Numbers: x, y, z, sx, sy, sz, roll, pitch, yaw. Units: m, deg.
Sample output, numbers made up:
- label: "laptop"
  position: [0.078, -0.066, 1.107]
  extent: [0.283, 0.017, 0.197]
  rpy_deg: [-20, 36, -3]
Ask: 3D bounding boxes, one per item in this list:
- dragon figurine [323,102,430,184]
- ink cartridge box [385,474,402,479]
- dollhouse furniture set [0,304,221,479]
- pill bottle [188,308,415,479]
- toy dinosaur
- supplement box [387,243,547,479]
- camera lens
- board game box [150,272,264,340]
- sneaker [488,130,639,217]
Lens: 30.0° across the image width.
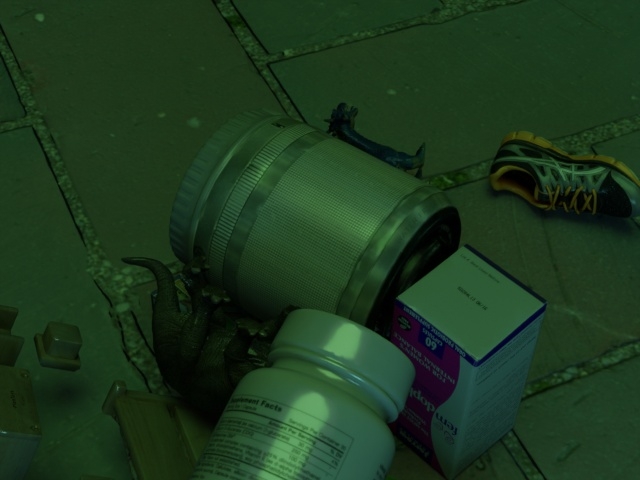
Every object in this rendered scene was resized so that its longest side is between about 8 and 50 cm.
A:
- label: "dragon figurine"
  position: [0.062, -0.061, 1.520]
  extent: [0.144, 0.085, 0.289]
  rpy_deg: [2, 46, -1]
- label: "ink cartridge box"
  position: [0.102, 0.328, 1.129]
  extent: [0.189, 0.097, 0.255]
  rpy_deg: [20, 48, -2]
- label: "dollhouse furniture set"
  position: [-0.204, 0.243, 1.257]
  extent: [0.356, 0.173, 0.303]
  rpy_deg: [14, 26, -30]
- label: "pill bottle"
  position: [-0.030, 0.215, 1.072]
  extent: [0.160, 0.160, 0.283]
  rpy_deg: [21, 67, 16]
- label: "toy dinosaur"
  position: [-0.108, 0.120, 1.234]
  extent: [0.314, 0.160, 0.121]
  rpy_deg: [27, 23, 16]
- label: "supplement box"
  position: [0.145, 0.132, 1.253]
  extent: [0.114, 0.220, 0.111]
  rpy_deg: [-35, 57, -29]
- label: "camera lens"
  position: [0.000, 0.000, 1.320]
  extent: [0.274, 0.219, 0.219]
  rpy_deg: [28, 52, 21]
- label: "board game box"
  position: [-0.083, 0.093, 1.403]
  extent: [0.136, 0.035, 0.201]
  rpy_deg: [-34, 57, -29]
- label: "sneaker"
  position: [0.317, -0.069, 1.549]
  extent: [0.215, 0.084, 0.083]
  rpy_deg: [21, 51, 28]
